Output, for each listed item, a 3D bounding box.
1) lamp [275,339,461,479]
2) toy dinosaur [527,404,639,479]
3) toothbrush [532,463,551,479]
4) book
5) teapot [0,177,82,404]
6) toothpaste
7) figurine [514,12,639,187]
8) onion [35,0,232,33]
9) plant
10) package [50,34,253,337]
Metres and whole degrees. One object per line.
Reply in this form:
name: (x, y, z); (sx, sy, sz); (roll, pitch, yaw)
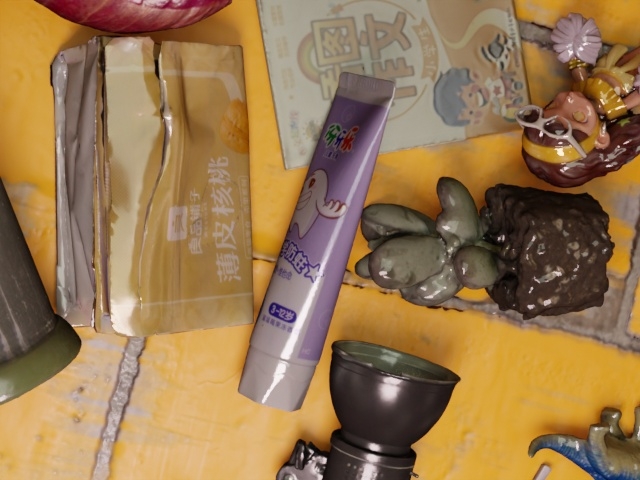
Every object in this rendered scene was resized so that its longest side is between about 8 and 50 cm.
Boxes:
lamp: (0.047, 0.236, 1.552); (0.172, 0.147, 0.227); (16, 96, 5)
toy dinosaur: (0.350, 0.287, 1.621); (0.247, 0.075, 0.188); (-4, 98, -14)
toothbrush: (0.205, 0.339, 1.625); (0.017, 0.014, 0.194); (38, 86, -6)
book: (0.086, -0.205, 1.604); (0.295, 0.020, 0.208); (-10, 93, -7)
teapot: (-0.410, -0.007, 1.430); (0.200, 0.270, 0.337); (-35, 113, -44)
toothpaste: (0.000, 0.000, 1.543); (0.080, 0.125, 0.371); (17, 94, -28)
figurine: (0.318, -0.158, 1.581); (0.240, 0.174, 0.116); (-47, 139, -15)
onion: (-0.158, -0.390, 1.387); (0.347, 0.385, 0.348); (12, 70, -37)
plant: (0.176, 0.008, 1.550); (0.274, 0.146, 0.149); (3, 101, -5)
package: (-0.176, -0.057, 1.496); (0.221, 0.165, 0.311); (0, 91, -8)
